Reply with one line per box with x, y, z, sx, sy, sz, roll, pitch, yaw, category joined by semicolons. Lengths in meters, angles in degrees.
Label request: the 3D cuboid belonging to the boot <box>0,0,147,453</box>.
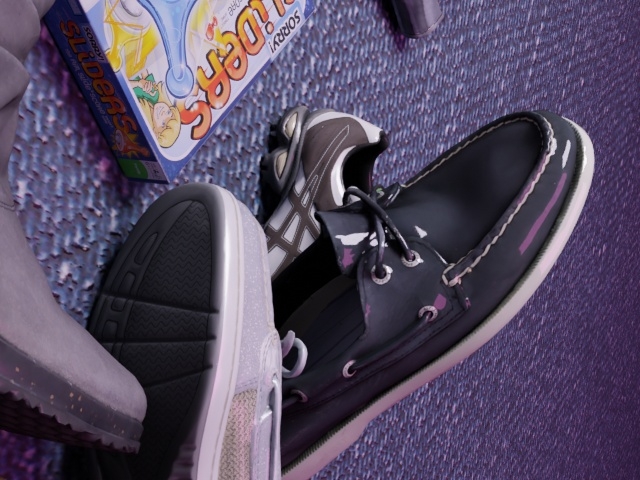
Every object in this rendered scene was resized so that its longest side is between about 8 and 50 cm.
-0.150;-0.049;0.418;0.338;0.118;0.223;57;43;-54;boot

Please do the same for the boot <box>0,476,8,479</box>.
-0.217;0.221;0.358;0.115;0.112;0.305;42;61;-20;boot

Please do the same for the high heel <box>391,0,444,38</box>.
0.120;-0.331;0.826;0.261;0.093;0.186;-60;150;-19;high heel

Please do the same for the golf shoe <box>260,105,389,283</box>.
0.000;0.000;0.701;0.077;0.094;0.198;1;97;-61;golf shoe

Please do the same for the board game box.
-0.079;-0.150;0.587;0.201;0.035;0.136;-58;142;-36;board game box

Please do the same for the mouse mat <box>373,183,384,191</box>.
0.033;0.060;0.857;0.190;0.007;0.153;-54;140;-38;mouse mat

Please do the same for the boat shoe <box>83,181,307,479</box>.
-0.068;0.128;0.553;0.103;0.118;0.320;9;78;-50;boat shoe

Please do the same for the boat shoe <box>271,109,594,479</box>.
0.026;0.028;0.617;0.113;0.340;0.127;36;19;-35;boat shoe
